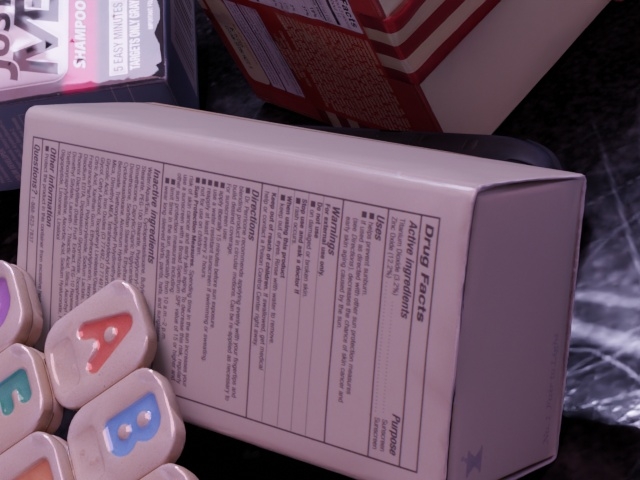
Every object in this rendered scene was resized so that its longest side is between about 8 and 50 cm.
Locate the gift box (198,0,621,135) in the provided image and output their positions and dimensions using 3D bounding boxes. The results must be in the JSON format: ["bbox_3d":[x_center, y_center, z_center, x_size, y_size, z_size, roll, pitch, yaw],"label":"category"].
[{"bbox_3d":[0.044,-0.245,1.043,0.276,0.255,0.258,28,67,40],"label":"gift box"}]

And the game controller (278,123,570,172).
[{"bbox_3d":[0.000,0.000,0.964,0.319,0.067,0.166,6,64,37],"label":"game controller"}]

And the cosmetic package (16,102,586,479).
[{"bbox_3d":[-0.023,0.020,0.831,0.309,0.160,0.113,13,14,36],"label":"cosmetic package"}]

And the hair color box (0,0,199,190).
[{"bbox_3d":[-0.284,-0.136,1.139,0.374,0.113,0.185,-8,61,7],"label":"hair color box"}]

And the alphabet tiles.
[{"bbox_3d":[-0.184,0.156,0.821,0.278,0.021,0.284,-34,56,21],"label":"alphabet tiles"}]
